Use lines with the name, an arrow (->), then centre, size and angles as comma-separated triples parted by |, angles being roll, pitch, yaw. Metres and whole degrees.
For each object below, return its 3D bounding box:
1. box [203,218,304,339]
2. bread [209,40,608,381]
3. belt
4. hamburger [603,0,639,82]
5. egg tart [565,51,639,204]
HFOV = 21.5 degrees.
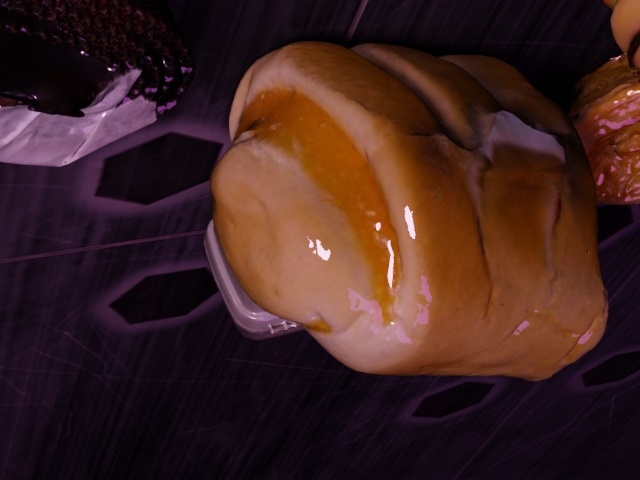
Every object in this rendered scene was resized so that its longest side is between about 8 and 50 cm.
box -> 0.000, 0.000, 1.633 | 0.210, 0.148, 0.129 | -14, 147, -16
bread -> 0.076, -0.042, 1.423 | 0.341, 0.300, 0.210 | 8, 143, -37
belt -> -0.218, -0.145, 1.151 | 0.184, 0.164, 0.289 | -43, 147, 27
hamburger -> 0.330, -0.241, 1.356 | 0.237, 0.148, 0.237 | -13, 164, -4
egg tart -> 0.321, -0.121, 1.653 | 0.241, 0.106, 0.241 | -13, 153, -7
